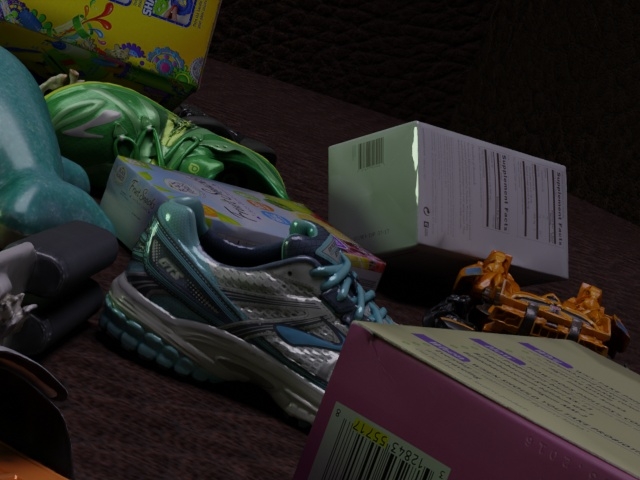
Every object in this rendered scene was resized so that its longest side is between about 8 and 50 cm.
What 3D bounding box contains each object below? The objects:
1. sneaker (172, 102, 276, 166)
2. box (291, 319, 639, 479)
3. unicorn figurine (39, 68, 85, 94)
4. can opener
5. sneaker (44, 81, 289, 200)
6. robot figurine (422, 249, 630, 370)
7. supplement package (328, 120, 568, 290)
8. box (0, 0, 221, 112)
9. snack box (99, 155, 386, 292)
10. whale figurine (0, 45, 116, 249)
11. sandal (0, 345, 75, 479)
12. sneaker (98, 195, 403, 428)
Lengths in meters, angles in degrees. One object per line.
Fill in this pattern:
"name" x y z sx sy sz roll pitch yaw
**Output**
"sneaker" -0.152 -0.110 1.864 0.130 0.087 0.227 22 6 22
"box" 0.144 0.145 0.899 0.214 0.117 0.243 27 12 37
"unicorn figurine" -0.272 -0.121 1.652 0.162 0.111 0.060 40 18 6
"can opener" -0.193 0.027 0.981 0.093 0.074 0.280 21 9 7
"sneaker" -0.154 -0.080 1.592 0.296 0.109 0.123 16 8 -26
"robot figurine" 0.203 0.082 1.506 0.211 0.085 0.291 20 9 3
"supplement package" 0.141 -0.029 1.727 0.244 0.133 0.139 13 -18 -42
"box" -0.287 -0.257 1.827 0.279 0.177 0.290 18 -15 -18
"snack box" -0.073 -0.001 1.429 0.207 0.070 0.174 13 12 -32
"whale figurine" -0.257 -0.074 1.221 0.216 0.141 0.272 12 12 -44
"sandal" -0.141 0.089 0.720 0.265 0.076 0.102 24 9 24
"sneaker" -0.002 0.057 1.076 0.283 0.122 0.110 20 9 -2
